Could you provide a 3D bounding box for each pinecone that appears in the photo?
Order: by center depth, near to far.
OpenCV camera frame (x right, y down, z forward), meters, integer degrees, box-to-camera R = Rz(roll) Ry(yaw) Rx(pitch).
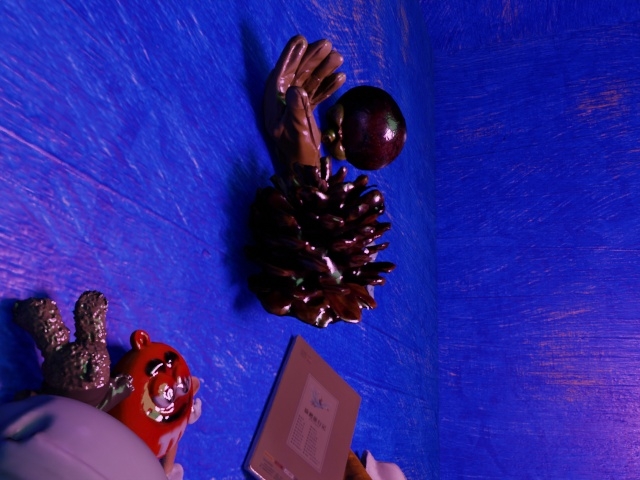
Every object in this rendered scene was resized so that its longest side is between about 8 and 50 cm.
[{"bbox_3d":[0.005,-0.004,1.050,0.298,0.242,0.296,-10,95,-54],"label":"pinecone"}]

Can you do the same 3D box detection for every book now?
[{"bbox_3d":[-0.020,0.358,1.120,0.217,0.021,0.310,48,35,-19],"label":"book"}]

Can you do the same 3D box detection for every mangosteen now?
[{"bbox_3d":[0.109,-0.273,1.488,0.216,0.216,0.216,-4,90,-70],"label":"mangosteen"}]

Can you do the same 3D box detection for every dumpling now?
[{"bbox_3d":[0.164,0.649,1.536,0.250,0.132,0.162,63,-4,-32],"label":"dumpling"}]

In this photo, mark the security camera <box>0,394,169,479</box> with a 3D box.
[{"bbox_3d":[-0.213,0.181,0.362,0.197,0.277,0.191,-64,143,-55],"label":"security camera"}]

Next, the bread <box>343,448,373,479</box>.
[{"bbox_3d":[0.014,0.599,1.254,0.361,0.245,0.233,-155,-123,-78],"label":"bread"}]

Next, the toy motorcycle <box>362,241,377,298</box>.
[{"bbox_3d":[0.039,0.033,1.315,0.206,0.154,0.260,-37,117,-40],"label":"toy motorcycle"}]

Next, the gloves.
[{"bbox_3d":[-0.036,-0.234,1.143,0.154,0.141,0.331,-36,134,-37],"label":"gloves"}]

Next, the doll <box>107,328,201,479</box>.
[{"bbox_3d":[-0.196,0.211,0.696,0.183,0.085,0.217,-4,100,-69],"label":"doll"}]

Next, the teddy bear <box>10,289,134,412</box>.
[{"bbox_3d":[-0.239,0.133,0.577,0.119,0.078,0.160,-7,100,-44],"label":"teddy bear"}]
